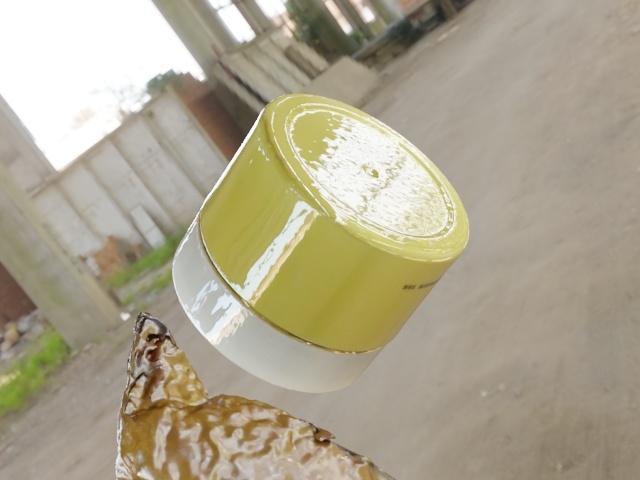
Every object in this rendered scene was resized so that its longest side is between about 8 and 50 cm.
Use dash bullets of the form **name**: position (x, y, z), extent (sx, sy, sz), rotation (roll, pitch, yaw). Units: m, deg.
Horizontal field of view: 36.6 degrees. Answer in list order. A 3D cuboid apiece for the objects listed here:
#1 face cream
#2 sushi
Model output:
- **face cream**: position (0.000, 0.000, 0.889), extent (0.179, 0.218, 0.218), rotation (-54, -1, 30)
- **sushi**: position (-0.021, 0.175, 0.592), extent (0.140, 0.287, 0.149), rotation (-47, -16, -47)
